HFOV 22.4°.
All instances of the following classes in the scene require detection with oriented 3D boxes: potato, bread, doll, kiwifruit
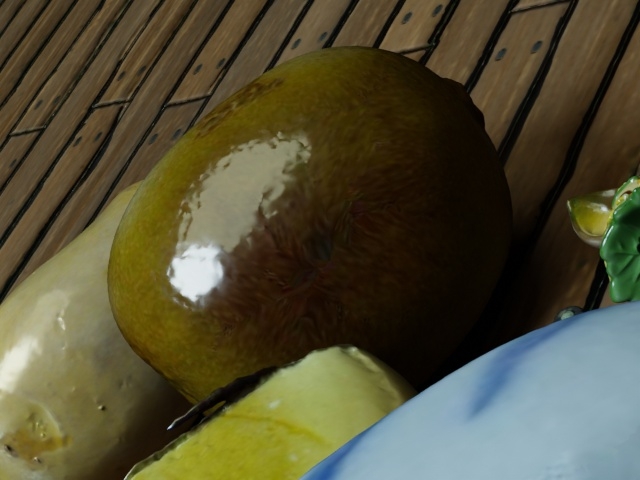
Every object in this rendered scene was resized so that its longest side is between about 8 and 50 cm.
[{"bbox_3d":[-0.128,0.065,1.024,0.234,0.146,0.150,-46,13,-17],"label":"potato"},{"bbox_3d":[-0.020,0.178,0.751,0.261,0.158,0.156,-34,38,-19],"label":"bread"},{"bbox_3d":[0.177,0.003,0.848,0.078,0.076,0.113,-13,3,2],"label":"doll"},{"bbox_3d":[0.000,0.000,0.901,0.234,0.196,0.196,-49,30,-2],"label":"kiwifruit"}]

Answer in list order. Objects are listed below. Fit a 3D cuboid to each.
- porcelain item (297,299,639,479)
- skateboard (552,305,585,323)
[{"bbox_3d":[0.064,0.174,0.570,0.405,0.242,0.178,-42,48,-3],"label":"porcelain item"},{"bbox_3d":[0.192,0.043,0.766,0.151,0.067,0.080,-32,41,11],"label":"skateboard"}]
